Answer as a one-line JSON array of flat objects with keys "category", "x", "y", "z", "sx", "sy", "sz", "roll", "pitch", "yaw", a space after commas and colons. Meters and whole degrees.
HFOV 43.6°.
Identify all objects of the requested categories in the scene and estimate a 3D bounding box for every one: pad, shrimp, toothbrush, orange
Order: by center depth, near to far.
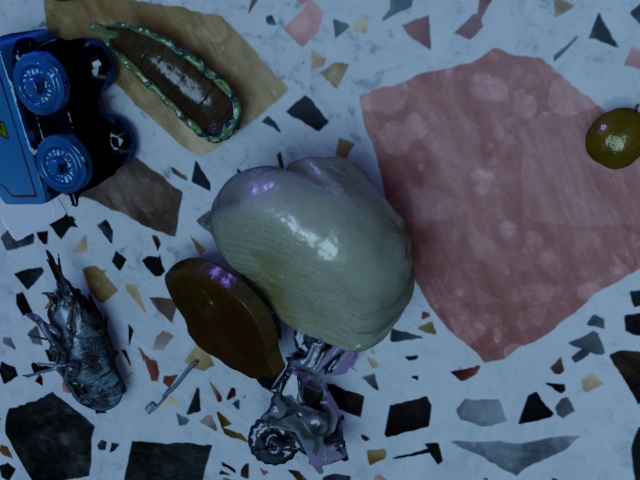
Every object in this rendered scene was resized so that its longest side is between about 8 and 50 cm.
[{"category": "orange", "x": 0.447, "y": -0.155, "z": 1.199, "sx": 0.085, "sy": 0.085, "sz": 0.095, "roll": 34, "pitch": 106, "yaw": 2}, {"category": "pad", "x": -0.619, "y": -0.122, "z": 1.594, "sx": 0.156, "sy": 0.004, "sz": 0.232, "roll": -23, "pitch": 103, "yaw": 25}, {"category": "shrimp", "x": -0.508, "y": 0.201, "z": 1.598, "sx": 0.137, "sy": 0.172, "sz": 0.372, "roll": -12, "pitch": 114, "yaw": 27}, {"category": "toothbrush", "x": -0.310, "y": 0.306, "z": 1.664, "sx": 0.019, "sy": 0.013, "sz": 0.193, "roll": 48, "pitch": 118, "yaw": 5}]

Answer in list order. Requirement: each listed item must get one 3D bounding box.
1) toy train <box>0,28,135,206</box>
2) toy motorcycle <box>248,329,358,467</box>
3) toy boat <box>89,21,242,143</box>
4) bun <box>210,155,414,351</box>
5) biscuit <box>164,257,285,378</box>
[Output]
[{"category": "toy train", "x": -0.493, "y": -0.214, "z": 1.424, "sx": 0.265, "sy": 0.188, "sz": 0.300, "roll": 0, "pitch": 114, "yaw": 23}, {"category": "toy motorcycle", "x": -0.004, "y": 0.294, "z": 1.502, "sx": 0.188, "sy": 0.143, "sz": 0.327, "roll": 23, "pitch": 102, "yaw": -2}, {"category": "toy boat", "x": -0.254, "y": -0.284, "z": 1.365, "sx": 0.293, "sy": 0.099, "sz": 0.108, "roll": 38, "pitch": 116, "yaw": -9}, {"category": "bun", "x": 0.000, "y": 0.000, "z": 1.310, "sx": 0.365, "sy": 0.219, "sz": 0.365, "roll": 28, "pitch": 150, "yaw": 18}, {"category": "biscuit", "x": -0.173, "y": 0.141, "z": 1.464, "sx": 0.273, "sy": 0.049, "sz": 0.257, "roll": 16, "pitch": 135, "yaw": 43}]
